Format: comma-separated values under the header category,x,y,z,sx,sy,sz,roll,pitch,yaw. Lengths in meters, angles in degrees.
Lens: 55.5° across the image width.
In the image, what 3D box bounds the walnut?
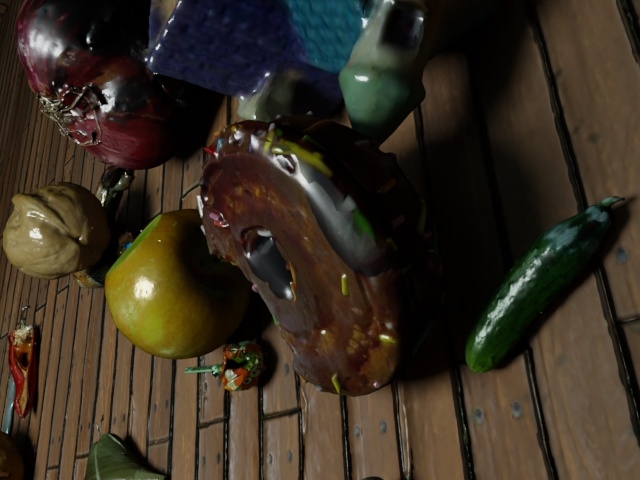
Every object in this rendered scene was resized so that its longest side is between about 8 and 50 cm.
category,x,y,z,sx,sy,sz,roll,pitch,yaw
walnut,-0.395,-0.016,0.908,0.166,0.149,0.167,-17,46,19

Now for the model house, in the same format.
category,x,y,z,sx,sy,sz,roll,pitch,yaw
model house,-0.012,-0.231,0.531,0.312,0.245,0.280,35,110,55

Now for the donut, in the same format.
category,x,y,z,sx,sy,sz,roll,pitch,yaw
donut,0.000,0.001,0.473,0.230,0.096,0.216,47,145,20

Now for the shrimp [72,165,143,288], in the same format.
category,x,y,z,sx,sy,sz,roll,pitch,yaw
shrimp,-0.336,-0.031,1.000,0.290,0.054,0.223,-6,71,49

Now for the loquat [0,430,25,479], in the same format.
category,x,y,z,sx,sy,sz,roll,pitch,yaw
loquat,-0.632,0.442,1.072,0.238,0.193,0.239,-28,49,39

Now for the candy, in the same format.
category,x,y,z,sx,sy,sz,roll,pitch,yaw
candy,-0.117,0.145,0.686,0.184,0.049,0.056,-21,29,54

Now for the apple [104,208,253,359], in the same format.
category,x,y,z,sx,sy,sz,roll,pitch,yaw
apple,-0.146,0.047,0.663,0.147,0.146,0.163,-32,20,52

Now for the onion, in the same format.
category,x,y,z,sx,sy,sz,roll,pitch,yaw
onion,-0.286,-0.236,0.844,0.221,0.280,0.281,18,91,48

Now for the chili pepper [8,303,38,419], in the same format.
category,x,y,z,sx,sy,sz,roll,pitch,yaw
chili pepper,-0.590,0.242,1.215,0.051,0.059,0.268,91,160,-51

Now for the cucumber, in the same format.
category,x,y,z,sx,sy,sz,roll,pitch,yaw
cucumber,0.143,0.028,0.411,0.155,0.037,0.037,-56,41,20

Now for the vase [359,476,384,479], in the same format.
category,x,y,z,sx,sy,sz,roll,pitch,yaw
vase,0.056,0.221,0.431,0.100,0.053,0.053,37,106,46

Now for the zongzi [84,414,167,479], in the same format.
category,x,y,z,sx,sy,sz,roll,pitch,yaw
zongzi,-0.250,0.278,0.800,0.130,0.062,0.154,-33,33,13

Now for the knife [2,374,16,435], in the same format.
category,x,y,z,sx,sy,sz,roll,pitch,yaw
knife,-0.644,0.337,1.268,0.028,0.015,0.210,-37,50,46
